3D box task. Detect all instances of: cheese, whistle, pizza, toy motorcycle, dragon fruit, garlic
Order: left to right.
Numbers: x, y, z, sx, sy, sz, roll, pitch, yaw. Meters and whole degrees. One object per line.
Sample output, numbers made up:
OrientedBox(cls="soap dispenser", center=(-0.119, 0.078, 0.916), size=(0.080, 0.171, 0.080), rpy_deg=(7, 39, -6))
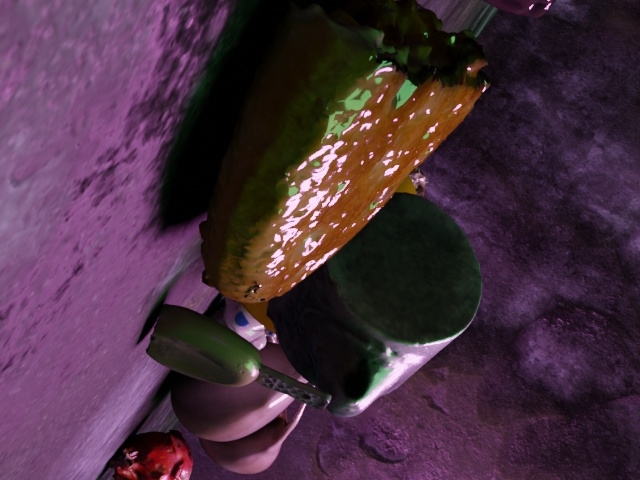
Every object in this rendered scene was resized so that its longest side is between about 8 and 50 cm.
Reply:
OrientedBox(cls="dragon fruit", center=(-0.303, 0.373, 1.597), size=(0.153, 0.153, 0.111), rpy_deg=(-52, 137, -18))
OrientedBox(cls="toy motorcycle", center=(-0.124, 0.126, 1.407), size=(0.150, 0.102, 0.221), rpy_deg=(-32, 177, 6))
OrientedBox(cls="cheese", center=(-0.079, 0.124, 0.931), size=(0.097, 0.192, 0.037), rpy_deg=(118, -6, -56))
OrientedBox(cls="garlic", center=(-0.106, 0.280, 1.575), size=(0.246, 0.231, 0.340), rpy_deg=(-35, -162, -33))
OrientedBox(cls="pizza", center=(0.010, -0.071, 0.688), size=(0.277, 0.114, 0.409), rpy_deg=(-49, 174, -10))
OrientedBox(cls="whistle", center=(0.039, 0.000, 1.066), size=(0.188, 0.404, 0.168), rpy_deg=(-3, 152, -26))

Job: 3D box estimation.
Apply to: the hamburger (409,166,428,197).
OrientedBox(cls="hamburger", center=(0.064, -0.047, 1.740), size=(0.309, 0.132, 0.211), rpy_deg=(-52, -167, 5))

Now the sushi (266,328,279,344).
OrientedBox(cls="sushi", center=(-0.026, 0.132, 1.924), size=(0.219, 0.238, 0.225), rpy_deg=(-42, 159, -48))

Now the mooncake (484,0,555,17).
OrientedBox(cls="mooncake", center=(0.274, -0.385, 1.052), size=(0.283, 0.141, 0.283), rpy_deg=(-54, 180, 1))

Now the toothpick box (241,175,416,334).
OrientedBox(cls="toothpick box", center=(0.017, -0.003, 1.273), size=(0.271, 0.175, 0.175), rpy_deg=(-56, 179, -29))
